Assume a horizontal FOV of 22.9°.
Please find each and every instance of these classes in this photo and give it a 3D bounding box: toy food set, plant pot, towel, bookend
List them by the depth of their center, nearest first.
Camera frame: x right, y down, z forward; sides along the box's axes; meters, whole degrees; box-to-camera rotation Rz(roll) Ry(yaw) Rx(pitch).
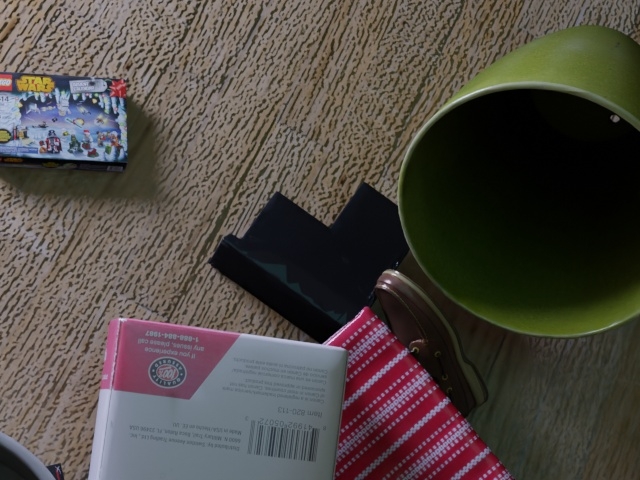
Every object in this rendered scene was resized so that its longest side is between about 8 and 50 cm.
[{"bbox_3d":[0.058,0.227,1.478,0.199,0.031,0.275,-40,83,1],"label":"towel"},{"bbox_3d":[0.000,0.000,1.571,0.157,0.072,0.156,35,65,-1],"label":"bookend"},{"bbox_3d":[0.249,-0.096,1.577,0.275,0.274,0.293,34,37,-1],"label":"plant pot"},{"bbox_3d":[0.222,0.004,1.662,0.083,0.020,0.083,-19,76,-21],"label":"toy food set"}]

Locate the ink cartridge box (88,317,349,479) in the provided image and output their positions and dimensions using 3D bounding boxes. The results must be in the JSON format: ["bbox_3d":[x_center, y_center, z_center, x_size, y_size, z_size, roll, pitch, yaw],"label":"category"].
[{"bbox_3d":[-0.102,0.221,1.395,0.207,0.117,0.283,9,83,-11],"label":"ink cartridge box"}]

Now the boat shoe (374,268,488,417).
[{"bbox_3d":[0.100,0.108,1.532,0.060,0.064,0.178,-41,116,-21],"label":"boat shoe"}]

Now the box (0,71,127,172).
[{"bbox_3d":[-0.260,-0.118,1.568,0.137,0.027,0.094,2,68,-15],"label":"box"}]

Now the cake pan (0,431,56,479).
[{"bbox_3d":[-0.336,0.294,1.325,0.293,0.054,0.293,-2,69,5],"label":"cake pan"}]

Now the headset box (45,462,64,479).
[{"bbox_3d":[-0.269,0.241,1.423,0.083,0.032,0.062,-11,72,-19],"label":"headset box"}]
